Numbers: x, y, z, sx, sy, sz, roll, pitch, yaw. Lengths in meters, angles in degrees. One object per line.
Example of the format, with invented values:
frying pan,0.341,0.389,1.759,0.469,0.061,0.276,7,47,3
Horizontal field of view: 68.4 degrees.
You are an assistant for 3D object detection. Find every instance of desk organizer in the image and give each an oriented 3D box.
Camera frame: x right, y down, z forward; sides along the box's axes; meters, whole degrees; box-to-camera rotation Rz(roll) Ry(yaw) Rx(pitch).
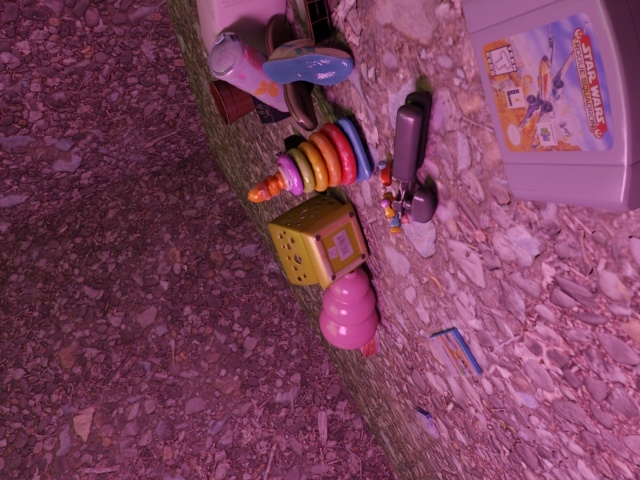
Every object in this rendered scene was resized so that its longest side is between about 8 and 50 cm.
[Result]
desk organizer,-0.008,-0.481,0.976,0.050,0.047,0.130,-102,-2,-52

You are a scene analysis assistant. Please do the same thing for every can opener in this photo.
can opener,0.190,-0.142,0.898,0.095,0.076,0.283,22,148,20

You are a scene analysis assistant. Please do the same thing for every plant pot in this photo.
plant pot,0.009,0.005,1.443,0.207,0.227,0.228,13,129,55
plant pot,-0.296,-0.525,1.716,0.167,0.165,0.167,57,164,27

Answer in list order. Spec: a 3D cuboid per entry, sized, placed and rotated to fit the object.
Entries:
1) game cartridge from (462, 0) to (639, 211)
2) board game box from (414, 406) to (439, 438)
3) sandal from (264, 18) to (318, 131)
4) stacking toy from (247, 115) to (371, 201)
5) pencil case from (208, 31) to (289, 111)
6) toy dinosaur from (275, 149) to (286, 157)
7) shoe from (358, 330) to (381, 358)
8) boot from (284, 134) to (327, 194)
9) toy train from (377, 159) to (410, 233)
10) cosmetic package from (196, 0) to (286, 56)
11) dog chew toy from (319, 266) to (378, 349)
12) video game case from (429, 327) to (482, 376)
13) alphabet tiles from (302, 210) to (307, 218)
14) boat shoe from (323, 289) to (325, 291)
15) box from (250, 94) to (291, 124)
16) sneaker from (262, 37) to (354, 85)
game cartridge,0.271,-0.177,0.537,0.297,0.062,0.198,68,169,-16
board game box,0.377,0.645,1.669,0.090,0.020,0.090,65,166,-2
sandal,-0.052,-0.421,1.184,0.120,0.086,0.303,-4,-108,-57
stacking toy,-0.043,-0.171,1.156,0.166,0.301,0.175,66,167,-10
pencil case,-0.160,-0.432,1.228,0.273,0.113,0.124,14,-139,-52
toy dinosaur,-0.116,-0.275,1.738,0.118,0.064,0.268,59,170,-7
shoe,0.177,0.379,1.790,0.063,0.081,0.178,47,159,48
boot,-0.049,-0.242,1.535,0.198,0.076,0.137,56,169,33
toy train,0.168,-0.094,1.057,0.125,0.046,0.166,-80,-25,-44
cosmetic package,-0.204,-0.600,1.199,0.155,0.196,0.365,62,164,9
dog chew toy,0.095,0.215,1.586,0.207,0.206,0.332,50,153,43
video game case,0.337,0.286,1.191,0.119,0.015,0.166,61,166,12
alphabet tiles,0.000,0.000,1.830,0.284,0.021,0.278,-143,38,-61
boat shoe,0.086,0.259,1.861,0.302,0.109,0.094,62,164,18
box,-0.155,-0.456,1.481,0.156,0.093,0.158,30,143,65
sneaker,-0.022,-0.406,1.049,0.228,0.092,0.087,15,155,32
